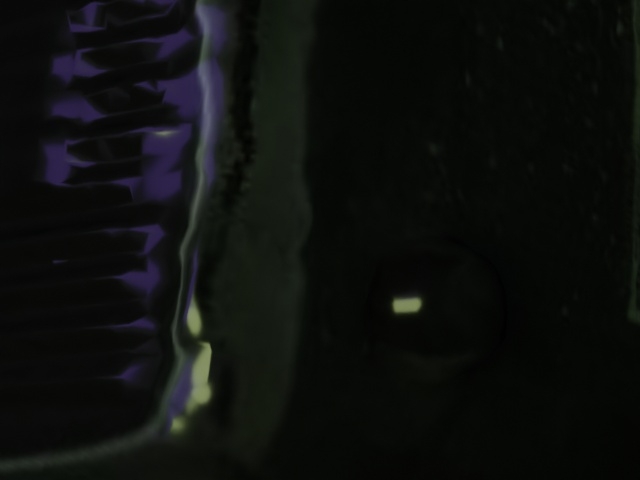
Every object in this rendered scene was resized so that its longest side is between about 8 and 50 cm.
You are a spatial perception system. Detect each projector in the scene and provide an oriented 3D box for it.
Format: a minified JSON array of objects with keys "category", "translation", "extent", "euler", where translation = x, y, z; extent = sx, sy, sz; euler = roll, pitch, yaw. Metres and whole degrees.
[{"category":"projector","translation":[0.035,-0.081,0.562],"extent":[0.242,0.405,0.395],"euler":[-7,73,39]}]
